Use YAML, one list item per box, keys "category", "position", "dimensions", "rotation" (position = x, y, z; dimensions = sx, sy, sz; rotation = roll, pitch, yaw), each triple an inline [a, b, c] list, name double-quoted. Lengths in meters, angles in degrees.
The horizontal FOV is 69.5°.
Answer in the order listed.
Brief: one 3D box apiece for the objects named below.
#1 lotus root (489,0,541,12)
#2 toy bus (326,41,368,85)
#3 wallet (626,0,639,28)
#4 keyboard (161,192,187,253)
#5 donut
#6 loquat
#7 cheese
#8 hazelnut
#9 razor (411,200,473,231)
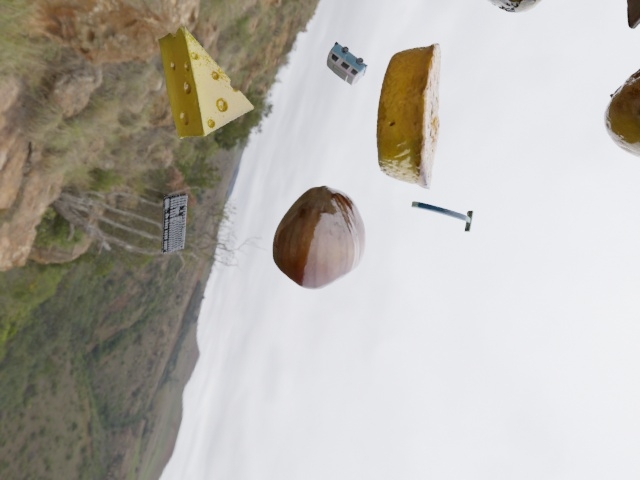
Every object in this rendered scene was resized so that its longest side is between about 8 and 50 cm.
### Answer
- category: "lotus root"
  position: [0.571, -0.823, 1.406]
  dimensions: [0.398, 0.179, 0.196]
  rotation: [-97, -170, -46]
- category: "toy bus"
  position: [0.073, -0.531, 1.395]
  dimensions: [0.075, 0.123, 0.060]
  rotation: [-51, 177, -11]
- category: "wallet"
  position: [0.806, -0.635, 1.091]
  dimensions: [0.255, 0.031, 0.137]
  rotation: [75, 10, -80]
- category: "keyboard"
  position: [-0.363, -0.039, 1.144]
  dimensions: [0.018, 0.060, 0.196]
  rotation: [57, -35, 32]
- category: "donut"
  position: [0.191, -0.256, 0.979]
  dimensions: [0.303, 0.110, 0.303]
  rotation: [7, 90, -72]
- category: "loquat"
  position: [1.010, -0.379, 1.374]
  dimensions: [0.276, 0.283, 0.276]
  rotation: [-50, 169, -13]
- category: "cheese"
  position: [-0.222, -0.287, 0.826]
  dimensions: [0.093, 0.171, 0.126]
  rotation: [7, -141, 47]
- category: "hazelnut"
  position: [-0.008, -0.004, 0.938]
  dimensions: [0.186, 0.210, 0.210]
  rotation: [-26, -135, 43]
- category: "razor"
  position: [0.357, -0.082, 1.341]
  dimensions: [0.037, 0.191, 0.068]
  rotation: [135, -30, -73]
